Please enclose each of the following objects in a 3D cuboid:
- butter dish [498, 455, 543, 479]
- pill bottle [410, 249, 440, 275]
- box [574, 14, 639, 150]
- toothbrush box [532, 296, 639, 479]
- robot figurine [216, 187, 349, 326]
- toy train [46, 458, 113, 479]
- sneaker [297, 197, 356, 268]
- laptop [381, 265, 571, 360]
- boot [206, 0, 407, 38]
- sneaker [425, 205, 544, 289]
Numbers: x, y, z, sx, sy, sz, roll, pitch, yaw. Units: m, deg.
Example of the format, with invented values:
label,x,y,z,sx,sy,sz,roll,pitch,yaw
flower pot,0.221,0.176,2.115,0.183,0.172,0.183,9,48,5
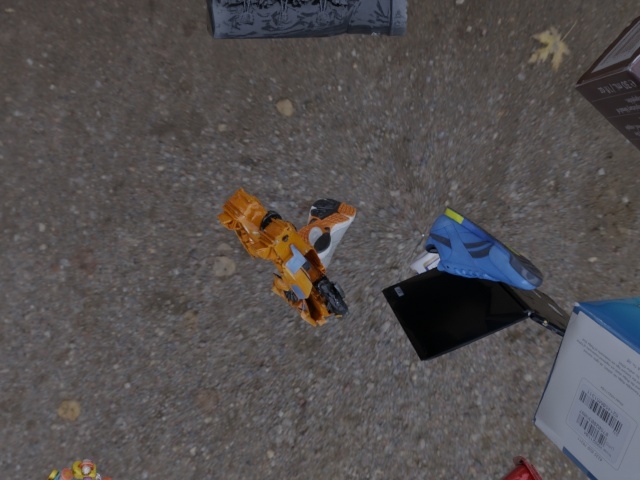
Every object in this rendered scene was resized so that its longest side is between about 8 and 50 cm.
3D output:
label,x,y,z,sx,sy,sz,roll,pitch,yaw
butter dish,0.416,0.545,1.451,0.118,0.160,0.160,-28,69,-3
pill bottle,0.297,0.096,1.554,0.112,0.112,0.187,-37,90,7
box,0.485,-0.098,0.770,0.381,0.191,0.143,42,97,-1
toothbrush box,0.363,0.144,0.553,0.295,0.216,0.126,-3,118,-26
robot figurine,-0.056,0.043,1.193,0.085,0.291,0.211,-43,48,-11
toy train,-0.497,0.516,1.470,0.046,0.166,0.125,-51,61,22
sneaker,0.000,0.000,1.582,0.099,0.262,0.121,22,126,13
laptop,0.260,0.127,1.049,0.264,0.234,0.137,29,104,-18
boot,-0.037,-0.628,1.532,0.445,0.146,0.367,-3,95,-5
sneaker,0.211,0.028,0.928,0.069,0.209,0.082,30,98,-33
